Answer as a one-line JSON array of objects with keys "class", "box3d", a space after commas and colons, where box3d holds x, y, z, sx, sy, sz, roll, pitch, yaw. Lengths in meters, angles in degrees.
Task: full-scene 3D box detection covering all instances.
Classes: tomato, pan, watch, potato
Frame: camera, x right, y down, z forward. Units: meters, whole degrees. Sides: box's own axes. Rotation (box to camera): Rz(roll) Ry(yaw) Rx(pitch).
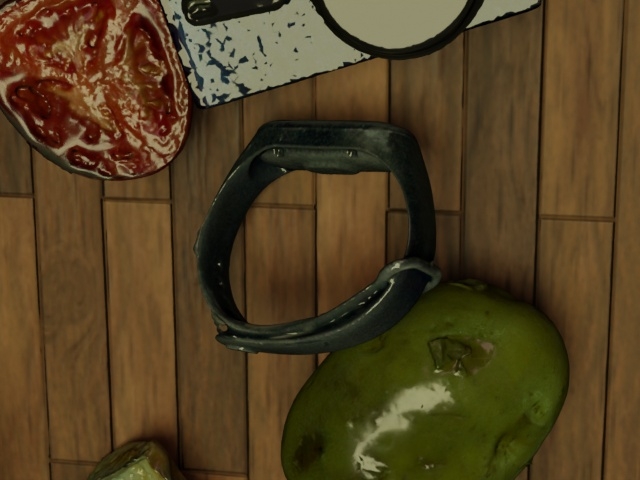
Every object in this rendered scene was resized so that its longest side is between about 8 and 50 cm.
[{"class": "tomato", "box3d": [-0.181, -0.132, 1.249, 0.166, 0.082, 0.174, -20, 96, 11]}, {"class": "pan", "box3d": [0.007, -0.188, 1.109, 0.235, 0.028, 0.136, -10, 104, 15]}, {"class": "watch", "box3d": [0.000, 0.000, 1.206, 0.206, 0.068, 0.192, 5, 80, 32]}, {"class": "potato", "box3d": [0.086, 0.140, 1.240, 0.253, 0.148, 0.186, -29, 114, 8]}]

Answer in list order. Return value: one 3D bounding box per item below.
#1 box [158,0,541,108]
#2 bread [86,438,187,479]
[{"class": "box", "box3d": [0.001, -0.266, 1.159, 0.279, 0.116, 0.261, -15, 104, 14]}, {"class": "bread", "box3d": [-0.133, 0.292, 1.352, 0.128, 0.088, 0.232, -28, 91, 21]}]
